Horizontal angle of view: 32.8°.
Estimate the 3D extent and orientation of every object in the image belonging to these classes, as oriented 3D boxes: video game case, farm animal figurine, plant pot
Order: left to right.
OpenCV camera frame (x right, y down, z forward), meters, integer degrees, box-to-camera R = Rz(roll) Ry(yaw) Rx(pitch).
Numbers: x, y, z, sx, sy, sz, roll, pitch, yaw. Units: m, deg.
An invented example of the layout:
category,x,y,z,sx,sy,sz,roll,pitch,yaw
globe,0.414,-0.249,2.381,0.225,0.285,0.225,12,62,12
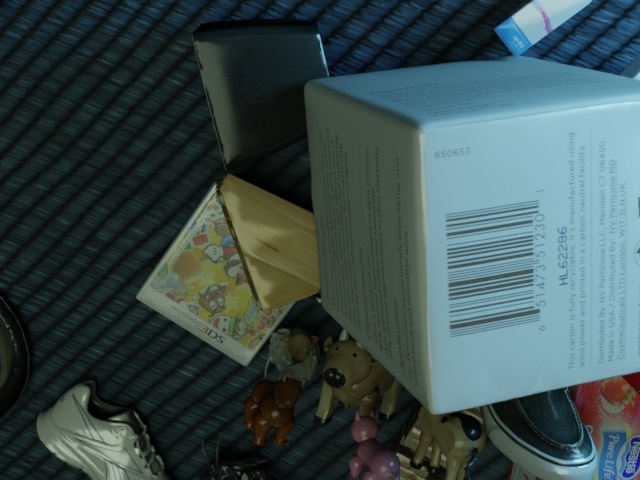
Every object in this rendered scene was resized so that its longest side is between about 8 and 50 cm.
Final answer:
category,x,y,z,sx,sy,sz,roll,pitch,yaw
video game case,-0.135,0.054,1.651,0.206,0.026,0.227,33,106,-11
plant pot,-0.069,-0.219,1.504,0.167,0.188,0.187,-13,105,1
farm animal figurine,0.071,0.205,1.537,0.330,0.327,0.172,14,105,4

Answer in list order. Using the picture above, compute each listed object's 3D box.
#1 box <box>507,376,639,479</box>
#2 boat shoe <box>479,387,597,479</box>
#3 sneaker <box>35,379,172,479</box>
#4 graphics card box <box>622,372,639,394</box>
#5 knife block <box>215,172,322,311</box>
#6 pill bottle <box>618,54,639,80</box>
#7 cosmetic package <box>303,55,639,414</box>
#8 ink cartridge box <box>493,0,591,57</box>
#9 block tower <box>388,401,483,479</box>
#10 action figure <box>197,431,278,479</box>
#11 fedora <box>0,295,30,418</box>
category,x,y,z,sx,sy,sz,roll,pitch,yaw
box,0.383,0.269,1.566,0.142,0.154,0.299,3,110,-13
boat shoe,0.269,0.183,1.462,0.121,0.335,0.119,-4,124,-20
sneaker,-0.324,0.352,1.778,0.297,0.111,0.129,40,105,-5
graphics card box,0.581,0.121,1.426,0.371,0.094,0.232,15,110,-28
knife block,0.000,0.000,1.580,0.242,0.088,0.275,-20,97,-10
pill bottle,0.504,-0.135,1.427,0.264,0.146,0.146,41,111,-4
cosmetic package,0.197,-0.035,1.337,0.328,0.394,0.329,-10,108,-16
ink cartridge box,0.295,-0.304,1.442,0.122,0.088,0.052,-37,98,20
block tower,0.161,0.327,1.679,0.091,0.097,0.335,29,109,1
action figure,-0.118,0.450,1.751,0.164,0.141,0.275,-28,103,30
fedora,-0.650,0.189,1.761,0.334,0.152,0.334,4,109,10
